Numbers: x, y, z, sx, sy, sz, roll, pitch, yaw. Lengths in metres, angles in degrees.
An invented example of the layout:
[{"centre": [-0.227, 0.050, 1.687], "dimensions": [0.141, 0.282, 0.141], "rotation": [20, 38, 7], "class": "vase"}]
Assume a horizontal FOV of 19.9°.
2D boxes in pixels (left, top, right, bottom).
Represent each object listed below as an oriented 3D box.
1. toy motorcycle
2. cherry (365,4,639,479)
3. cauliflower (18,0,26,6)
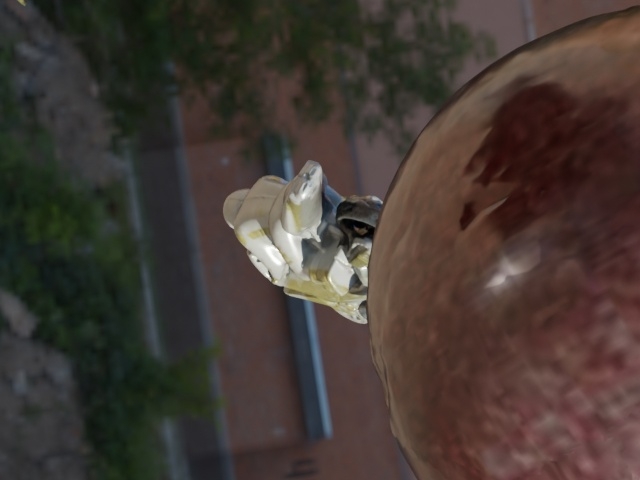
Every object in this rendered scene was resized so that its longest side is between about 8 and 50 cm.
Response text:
[{"centre": [0.000, 0.000, 1.284], "dimensions": [0.074, 0.151, 0.229], "rotation": [-60, 175, -15], "class": "toy motorcycle"}, {"centre": [0.136, 0.013, 0.777], "dimensions": [0.203, 0.300, 0.230], "rotation": [34, 32, -25], "class": "cherry"}, {"centre": [-0.061, -0.241, 0.709], "dimensions": [0.315, 0.239, 0.256], "rotation": [-61, -168, 0], "class": "cauliflower"}]
